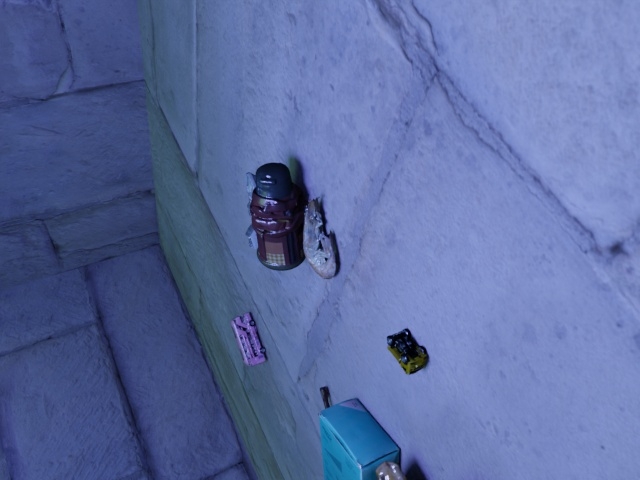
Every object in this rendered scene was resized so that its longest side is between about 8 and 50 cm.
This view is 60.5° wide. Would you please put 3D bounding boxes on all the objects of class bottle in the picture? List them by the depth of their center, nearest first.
[{"bbox_3d":[-0.098,-0.065,1.355,0.156,0.143,0.271,-66,-22,-50],"label":"bottle"}]

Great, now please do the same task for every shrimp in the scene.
[{"bbox_3d":[0.000,0.000,1.296,0.126,0.048,0.223,41,145,42],"label":"shrimp"}]

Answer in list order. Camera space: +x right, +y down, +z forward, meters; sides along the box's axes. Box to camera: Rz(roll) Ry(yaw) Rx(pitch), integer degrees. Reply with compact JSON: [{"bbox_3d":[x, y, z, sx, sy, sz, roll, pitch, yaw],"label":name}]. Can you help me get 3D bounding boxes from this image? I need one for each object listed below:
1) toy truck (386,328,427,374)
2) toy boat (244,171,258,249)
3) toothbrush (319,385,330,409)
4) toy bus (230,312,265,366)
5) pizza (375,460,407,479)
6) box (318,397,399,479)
[{"bbox_3d":[0.170,0.222,1.079,0.083,0.049,0.054,50,150,42],"label":"toy truck"},{"bbox_3d":[-0.186,-0.073,1.598,0.078,0.085,0.260,31,134,57],"label":"toy boat"},{"bbox_3d":[0.054,0.605,1.624,0.041,0.041,0.363,-9,98,66],"label":"toothbrush"},{"bbox_3d":[-0.280,0.387,2.132,0.203,0.090,0.063,70,157,6],"label":"toy bus"},{"bbox_3d":[0.172,0.737,1.167,0.406,0.130,0.439,-88,-14,-62],"label":"pizza"},{"bbox_3d":[0.100,0.590,1.411,0.205,0.118,0.311,37,140,49],"label":"box"}]
